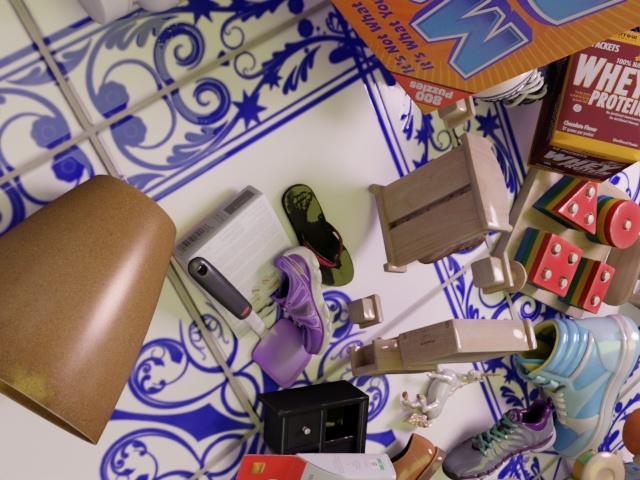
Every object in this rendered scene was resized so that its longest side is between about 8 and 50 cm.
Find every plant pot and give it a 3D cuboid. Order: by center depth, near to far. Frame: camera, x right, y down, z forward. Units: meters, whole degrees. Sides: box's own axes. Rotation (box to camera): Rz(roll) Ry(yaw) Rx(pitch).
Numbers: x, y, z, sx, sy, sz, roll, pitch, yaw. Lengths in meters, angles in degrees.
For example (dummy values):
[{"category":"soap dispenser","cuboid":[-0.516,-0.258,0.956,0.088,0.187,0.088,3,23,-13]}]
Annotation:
[{"category":"plant pot","cuboid":[-0.279,0.058,0.850,0.237,0.237,0.254,46,63,-30]}]

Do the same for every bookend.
[{"category":"bookend","cuboid":[-0.014,0.305,1.141,0.157,0.072,0.156,-2,103,-30]}]

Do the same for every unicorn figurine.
[{"category":"unicorn figurine","cuboid":[0.206,0.248,1.277,0.111,0.060,0.162,35,98,-33]}]

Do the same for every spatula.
[{"category":"spatula","cuboid":[-0.096,0.109,1.052,0.084,0.030,0.296,-50,137,-13]}]

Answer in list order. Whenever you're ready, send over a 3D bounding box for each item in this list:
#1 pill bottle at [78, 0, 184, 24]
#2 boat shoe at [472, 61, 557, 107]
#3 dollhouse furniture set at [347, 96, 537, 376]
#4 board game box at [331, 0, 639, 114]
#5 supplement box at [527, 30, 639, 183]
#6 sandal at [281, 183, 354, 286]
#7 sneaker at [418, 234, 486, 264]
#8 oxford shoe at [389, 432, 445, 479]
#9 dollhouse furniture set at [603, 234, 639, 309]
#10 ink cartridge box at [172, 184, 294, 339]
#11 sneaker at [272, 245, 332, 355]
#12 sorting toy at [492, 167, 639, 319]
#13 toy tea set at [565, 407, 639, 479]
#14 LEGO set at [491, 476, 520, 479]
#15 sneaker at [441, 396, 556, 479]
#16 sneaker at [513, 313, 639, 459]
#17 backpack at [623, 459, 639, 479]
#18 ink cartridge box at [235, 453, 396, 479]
[{"category":"pill bottle","cuboid":[-0.168,-0.346,0.858,0.245,0.136,0.136,-36,117,-20]},{"category":"boat shoe","cuboid":[0.289,-0.249,1.094,0.158,0.127,0.340,65,34,-29]},{"category":"dollhouse furniture set","cuboid":[0.178,0.004,1.135,0.173,0.303,0.356,7,68,-40]},{"category":"board game box","cuboid":[0.195,-0.436,0.854,0.356,0.356,0.356,43,47,-31]},{"category":"supplement box","cuboid":[0.426,-0.209,1.184,0.129,0.194,0.191,14,86,6]},{"category":"sandal","cuboid":[0.000,0.000,1.097,0.067,0.040,0.179,-38,118,-19]},{"category":"sneaker","cuboid":[0.234,-0.008,1.223,0.188,0.066,0.071,-38,119,-18]},{"category":"oxford shoe","cuboid":[0.114,0.414,1.259,0.076,0.076,0.212,39,81,-1]},{"category":"dollhouse furniture set","cuboid":[0.757,0.186,1.381,0.362,0.394,0.256,27,80,-36]},{"category":"ink cartridge box","cuboid":[-0.107,0.032,1.053,0.145,0.045,0.179,-43,137,-17]},{"category":"sneaker","cuboid":[-0.032,0.091,1.086,0.071,0.068,0.170,-20,112,-18]},{"category":"sorting toy","cuboid":[0.453,-0.005,1.343,0.257,0.089,0.255,24,88,-33]},{"category":"toy tea set","cuboid":[0.533,0.432,1.370,0.336,0.124,0.200,-16,99,-14]},{"category":"LEGO set","cuboid":[0.332,0.506,1.363,0.287,0.132,0.107,3,95,-54]},{"category":"sneaker","cuboid":[0.309,0.339,1.322,0.223,0.083,0.098,-18,121,-17]},{"category":"sneaker","cuboid":[0.432,0.267,1.390,0.208,0.127,0.319,5,115,-11]},{"category":"backpack","cuboid":[0.601,0.553,1.500,0.253,0.191,0.225,0,96,-39]},{"category":"ink cartridge box","cuboid":[-0.021,0.393,1.111,0.224,0.056,0.181,5,120,-23]}]
